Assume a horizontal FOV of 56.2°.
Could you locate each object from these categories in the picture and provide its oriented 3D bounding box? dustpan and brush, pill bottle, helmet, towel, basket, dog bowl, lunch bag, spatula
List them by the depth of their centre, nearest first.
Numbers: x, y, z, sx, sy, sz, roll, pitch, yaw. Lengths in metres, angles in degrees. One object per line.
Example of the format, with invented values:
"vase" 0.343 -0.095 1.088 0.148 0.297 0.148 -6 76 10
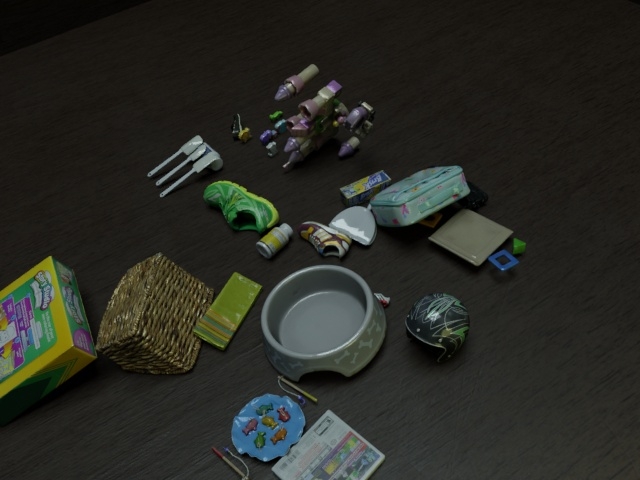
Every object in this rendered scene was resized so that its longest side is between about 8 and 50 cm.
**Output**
"helmet" 0.303 0.215 1.550 0.169 0.161 0.169 -5 47 5
"dog bowl" -0.001 0.211 1.621 0.349 0.102 0.348 -9 47 9
"basket" -0.473 0.229 1.709 0.213 0.223 0.299 -26 40 31
"towel" -0.262 0.197 1.724 0.102 0.021 0.237 30 53 1
"lunch bag" 0.308 -0.141 1.843 0.279 0.108 0.224 -29 12 -19
"pill bottle" -0.141 -0.001 1.884 0.065 0.065 0.116 30 58 31
"dustpan and brush" 0.136 -0.077 1.924 0.147 0.060 0.211 27 63 15
"spatula" -0.507 -0.270 2.174 0.242 0.019 0.168 -38 59 -1
"pill bottle" -0.409 -0.306 2.203 0.067 0.067 0.120 -33 51 -20

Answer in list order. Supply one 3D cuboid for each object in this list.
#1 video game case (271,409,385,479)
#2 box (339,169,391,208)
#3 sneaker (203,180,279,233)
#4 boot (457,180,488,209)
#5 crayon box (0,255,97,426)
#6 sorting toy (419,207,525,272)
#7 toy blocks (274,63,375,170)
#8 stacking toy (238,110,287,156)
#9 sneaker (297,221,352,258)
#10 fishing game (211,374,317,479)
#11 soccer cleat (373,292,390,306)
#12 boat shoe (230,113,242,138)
"video game case" 0.018 0.525 1.408 0.183 0.023 0.201 32 59 32
"box" 0.152 -0.170 1.999 0.169 0.054 0.059 -24 49 -14
"sneaker" -0.279 -0.108 1.973 0.296 0.109 0.123 22 51 25
"boot" 0.464 -0.146 1.912 0.099 0.045 0.121 -17 42 -34
"crayon box" -0.811 0.267 1.665 0.313 0.106 0.363 -35 50 0
"sorting toy" 0.451 -0.007 1.809 0.196 0.047 0.348 -36 50 -27
"toy blocks" -0.023 -0.380 2.061 0.309 0.288 0.260 40 68 16
"stacking toy" -0.177 -0.417 2.278 0.167 0.052 0.221 32 59 31
"sneaker" 0.000 0.000 1.858 0.185 0.069 0.084 14 50 23
"fishing game" -0.132 0.454 1.476 0.189 0.041 0.264 27 55 37
"soccer cleat" 0.159 0.164 1.714 0.083 0.029 0.035 18 38 25
"boat shoe" -0.329 -0.446 2.330 0.042 0.049 0.133 -6 51 -8
